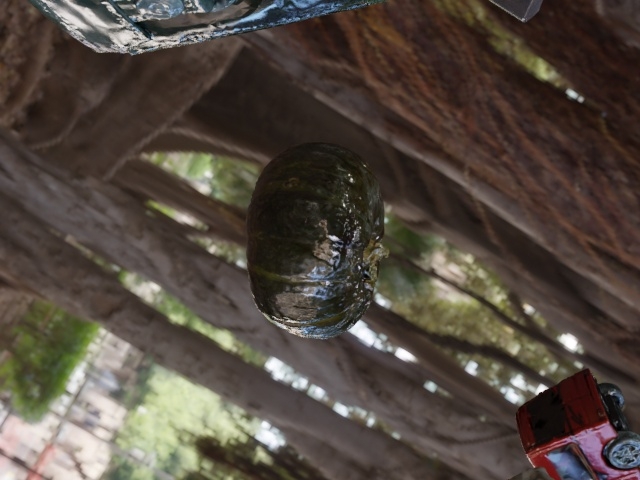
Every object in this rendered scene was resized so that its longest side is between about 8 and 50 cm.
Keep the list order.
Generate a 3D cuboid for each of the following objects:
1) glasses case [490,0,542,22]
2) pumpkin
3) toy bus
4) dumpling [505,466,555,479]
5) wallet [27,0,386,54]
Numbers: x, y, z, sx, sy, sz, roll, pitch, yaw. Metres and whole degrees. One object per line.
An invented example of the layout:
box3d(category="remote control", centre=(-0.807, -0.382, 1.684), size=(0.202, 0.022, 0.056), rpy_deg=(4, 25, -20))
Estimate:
box3d(category="glasses case", centre=(0.183, -0.333, 1.283), size=(0.042, 0.190, 0.072), rpy_deg=(-44, 161, -27))
box3d(category="pumpkin", centre=(0.000, 0.000, 1.216), size=(0.224, 0.157, 0.223), rpy_deg=(9, 90, -76))
box3d(category="toy bus", centre=(0.248, 0.207, 0.922), size=(0.089, 0.195, 0.081), rpy_deg=(-28, -154, 14))
box3d(category="dumpling", centre=(0.106, 0.222, 0.616), size=(0.176, 0.092, 0.150), rpy_deg=(-109, -163, -55))
box3d(category="wallet", centre=(-0.085, -0.183, 0.712), size=(0.160, 0.236, 0.055), rpy_deg=(46, 44, -61))
